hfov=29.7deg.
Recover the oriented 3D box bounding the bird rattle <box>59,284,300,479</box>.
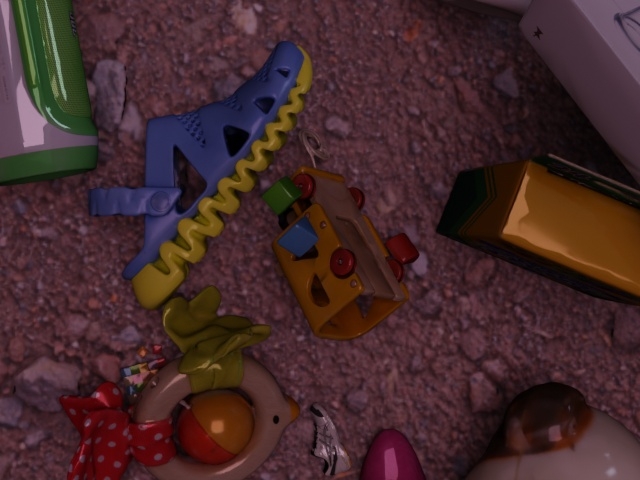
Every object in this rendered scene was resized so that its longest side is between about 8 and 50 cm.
[{"bbox_3d":[-0.134,0.185,1.253,0.207,0.143,0.253,42,85,-28],"label":"bird rattle"}]

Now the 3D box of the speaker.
[{"bbox_3d":[-0.307,-0.210,1.230,0.131,0.131,0.296,-10,92,-7],"label":"speaker"}]

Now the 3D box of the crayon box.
[{"bbox_3d":[0.252,-0.005,1.201,0.203,0.323,0.083,22,88,-6],"label":"crayon box"}]

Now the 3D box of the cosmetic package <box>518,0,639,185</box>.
[{"bbox_3d":[0.399,-0.122,1.053,0.284,0.097,0.377,-28,73,-19],"label":"cosmetic package"}]

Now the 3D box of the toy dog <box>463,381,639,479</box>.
[{"bbox_3d":[0.262,0.326,1.173,0.395,0.408,0.284,-40,122,16],"label":"toy dog"}]

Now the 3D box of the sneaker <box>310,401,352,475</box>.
[{"bbox_3d":[0.003,0.219,1.318,0.037,0.032,0.083,-25,93,-6],"label":"sneaker"}]

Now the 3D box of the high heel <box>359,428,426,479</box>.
[{"bbox_3d":[0.087,0.328,1.285,0.082,0.117,0.244,1,90,-7],"label":"high heel"}]

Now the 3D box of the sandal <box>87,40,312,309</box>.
[{"bbox_3d":[-0.128,-0.087,1.259,0.138,0.126,0.317,38,85,-2],"label":"sandal"}]

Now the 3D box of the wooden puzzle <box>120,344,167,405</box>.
[{"bbox_3d":[-0.186,0.155,1.307,0.049,0.006,0.083,-15,92,-7],"label":"wooden puzzle"}]

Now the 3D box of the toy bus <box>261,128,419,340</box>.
[{"bbox_3d":[0.002,0.009,1.277,0.191,0.202,0.104,43,116,-12],"label":"toy bus"}]

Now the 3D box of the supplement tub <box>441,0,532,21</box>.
[{"bbox_3d":[0.192,-0.343,1.271,0.144,0.144,0.199,15,97,-7],"label":"supplement tub"}]
